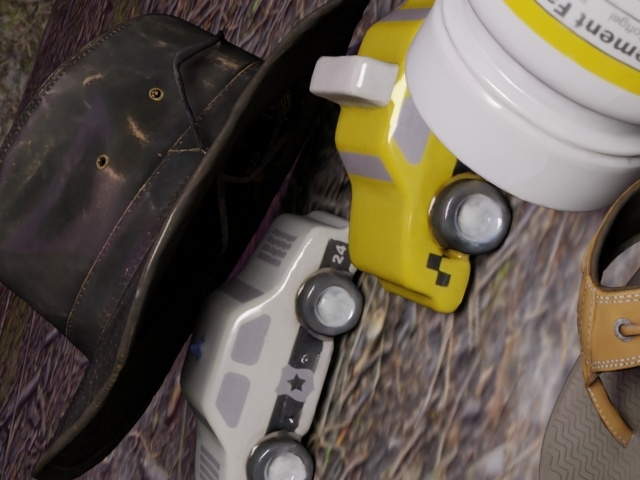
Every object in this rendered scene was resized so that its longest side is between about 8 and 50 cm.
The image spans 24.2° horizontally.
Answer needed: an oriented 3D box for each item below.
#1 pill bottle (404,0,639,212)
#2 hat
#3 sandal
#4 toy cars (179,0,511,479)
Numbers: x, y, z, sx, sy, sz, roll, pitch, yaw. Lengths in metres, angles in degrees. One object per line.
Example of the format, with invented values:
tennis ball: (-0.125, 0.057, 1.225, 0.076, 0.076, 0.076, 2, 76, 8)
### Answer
pill bottle: (0.118, -0.114, 0.499, 0.119, 0.119, 0.208, -94, 28, -44)
hat: (-0.106, -0.031, 0.843, 0.331, 0.134, 0.331, -58, -2, -2)
sandal: (0.122, 0.008, 0.477, 0.090, 0.060, 0.219, -99, 32, -51)
toy cars: (0.000, 0.000, 0.774, 0.176, 0.087, 0.394, -93, 27, -44)
